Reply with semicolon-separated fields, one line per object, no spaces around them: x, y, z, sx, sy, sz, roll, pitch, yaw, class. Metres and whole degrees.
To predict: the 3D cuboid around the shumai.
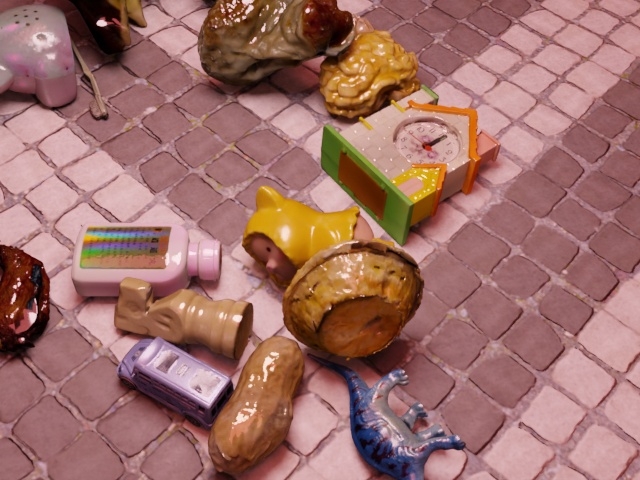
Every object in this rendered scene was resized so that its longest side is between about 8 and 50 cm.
-0.080;-0.345;1.397;0.222;0.271;0.203;-20;65;-39;shumai

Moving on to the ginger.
-0.397;-0.583;1.476;0.211;0.358;0.413;-24;61;4;ginger

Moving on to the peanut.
-0.081;0.222;1.074;0.100;0.099;0.214;13;48;7;peanut

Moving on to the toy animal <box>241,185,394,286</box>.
-0.001;0.003;1.201;0.230;0.156;0.156;17;54;8;toy animal

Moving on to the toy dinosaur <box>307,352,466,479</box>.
0.103;0.258;1.060;0.145;0.076;0.329;-25;56;-2;toy dinosaur

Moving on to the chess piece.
-0.205;0.112;1.148;0.201;0.090;0.090;11;54;8;chess piece

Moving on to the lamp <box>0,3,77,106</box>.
-0.594;-0.343;1.378;0.301;0.247;0.247;-9;57;-19;lamp

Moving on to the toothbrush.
-0.453;-0.332;1.504;0.028;0.026;0.294;-26;58;-2;toothbrush

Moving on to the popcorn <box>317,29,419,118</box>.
0.086;-0.315;1.449;0.194;0.140;0.163;-12;60;-14;popcorn

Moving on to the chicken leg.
-0.471;0.062;1.198;0.106;0.051;0.253;-24;55;-13;chicken leg

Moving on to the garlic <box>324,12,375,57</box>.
0.056;-0.398;1.546;0.113;0.094;0.074;6;13;8;garlic

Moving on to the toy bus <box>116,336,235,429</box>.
-0.204;0.188;1.097;0.167;0.076;0.073;25;55;15;toy bus

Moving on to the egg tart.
0.050;0.095;1.094;0.213;0.212;0.090;-8;43;-8;egg tart

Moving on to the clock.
0.165;-0.150;1.347;0.255;0.106;0.220;-31;61;-23;clock

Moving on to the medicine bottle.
-0.263;0.029;1.211;0.219;0.078;0.115;1;50;-2;medicine bottle
